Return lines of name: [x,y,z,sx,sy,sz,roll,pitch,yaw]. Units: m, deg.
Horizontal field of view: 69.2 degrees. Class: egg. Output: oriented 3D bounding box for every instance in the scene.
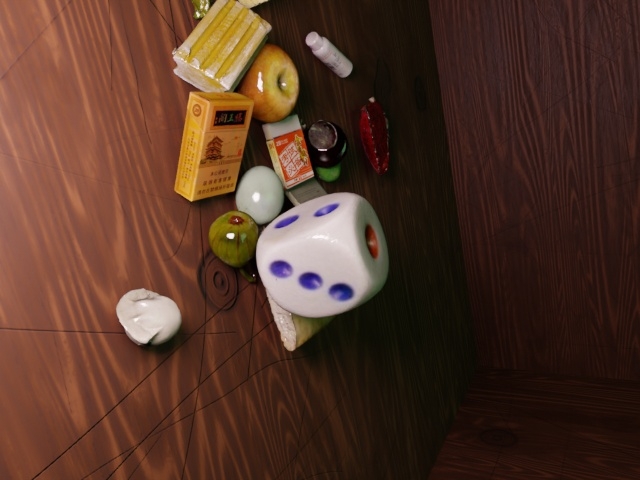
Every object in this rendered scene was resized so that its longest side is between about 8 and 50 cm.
egg: [-0.187,-0.140,1.436,0.149,0.149,0.192,29,58,-52]

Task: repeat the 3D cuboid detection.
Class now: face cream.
face cream: [0.034,-0.761,1.898,0.269,0.082,0.082,14,75,-55]

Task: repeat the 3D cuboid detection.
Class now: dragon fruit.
dragon fruit: [0.258,-0.499,2.201,0.282,0.100,0.344,-50,130,-49]

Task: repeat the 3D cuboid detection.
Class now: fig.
fig: [-0.254,0.039,1.382,0.151,0.151,0.259,-52,156,-46]

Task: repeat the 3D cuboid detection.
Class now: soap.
soap: [-0.273,-0.546,1.307,0.173,0.089,0.274,29,66,-7]

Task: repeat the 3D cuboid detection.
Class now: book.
book: [-0.002,-0.118,1.699,0.283,0.025,0.215,52,34,7]

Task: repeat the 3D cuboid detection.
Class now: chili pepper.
chili pepper: [-0.358,-0.733,1.296,0.073,0.072,0.204,-48,128,-45]

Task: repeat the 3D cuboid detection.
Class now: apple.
apple: [-0.173,-0.496,1.477,0.210,0.173,0.235,16,84,-54]

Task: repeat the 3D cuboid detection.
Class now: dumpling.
dumpling: [-0.411,0.183,1.129,0.176,0.092,0.150,-26,95,-50]

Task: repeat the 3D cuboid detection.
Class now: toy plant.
toy plant: [0.021,-0.349,1.777,0.235,0.175,0.218,51,34,-78]

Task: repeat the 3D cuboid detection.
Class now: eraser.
eraser: [-0.109,-0.308,1.609,0.157,0.038,0.230,-33,114,-45]

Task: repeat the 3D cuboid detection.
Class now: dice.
dice: [0.014,0.039,1.362,0.277,0.304,0.304,63,26,-22]

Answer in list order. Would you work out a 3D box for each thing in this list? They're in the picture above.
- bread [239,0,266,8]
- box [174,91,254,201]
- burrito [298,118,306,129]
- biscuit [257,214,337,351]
bread: [-0.199,-0.890,1.500,0.178,0.135,0.240,59,44,-36]
box: [-0.287,-0.255,1.249,0.174,0.076,0.274,-27,141,-56]
burrito: [-0.117,-0.418,1.667,0.188,0.045,0.058,-20,89,-53]
biscuit: [-0.061,0.106,1.627,0.446,0.104,0.429,-23,91,-58]
